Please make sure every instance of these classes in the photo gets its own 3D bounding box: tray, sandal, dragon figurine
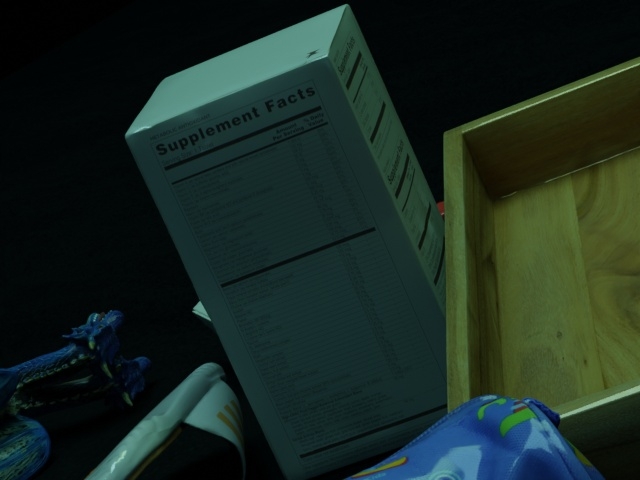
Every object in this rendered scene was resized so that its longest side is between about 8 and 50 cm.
[{"bbox_3d":[0.179,0.011,1.141,0.203,0.076,0.411,-20,24,13],"label":"tray"},{"bbox_3d":[-0.094,0.148,1.172,0.102,0.076,0.265,-45,0,11],"label":"sandal"},{"bbox_3d":[-0.255,0.139,1.425,0.144,0.085,0.289,-7,21,48],"label":"dragon figurine"}]

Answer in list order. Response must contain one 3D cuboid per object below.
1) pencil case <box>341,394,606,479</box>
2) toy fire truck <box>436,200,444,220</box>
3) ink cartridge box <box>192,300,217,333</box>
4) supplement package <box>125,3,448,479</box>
[{"bbox_3d":[-0.008,0.172,0.870,0.306,0.133,0.119,-24,-14,-2],"label":"pencil case"},{"bbox_3d":[0.142,-0.008,1.395,0.192,0.047,0.135,-23,17,10],"label":"toy fire truck"},{"bbox_3d":[-0.018,0.026,1.430,0.135,0.056,0.099,-48,20,-9],"label":"ink cartridge box"},{"bbox_3d":[0.000,0.000,1.208,0.139,0.244,0.134,-20,16,13],"label":"supplement package"}]
